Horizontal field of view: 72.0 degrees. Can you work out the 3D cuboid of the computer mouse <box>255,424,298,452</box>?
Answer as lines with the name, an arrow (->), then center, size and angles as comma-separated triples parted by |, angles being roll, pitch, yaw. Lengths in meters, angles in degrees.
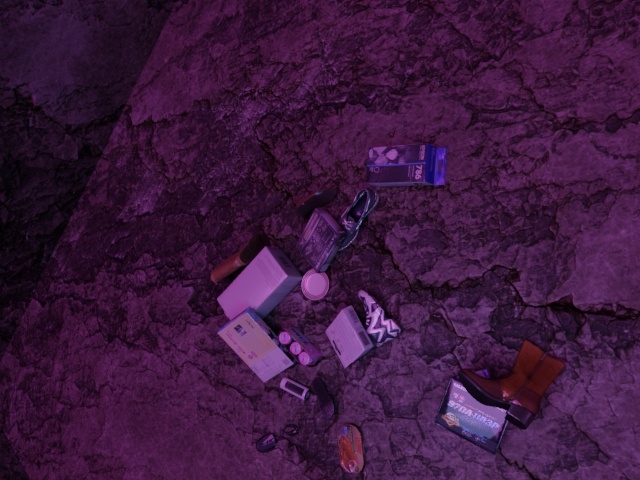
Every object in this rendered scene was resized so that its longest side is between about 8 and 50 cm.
computer mouse -> -0.199, 0.884, 1.964 | 0.242, 0.041, 0.071 | -35, 67, 19

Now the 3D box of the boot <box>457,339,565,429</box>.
boot -> 0.640, 0.439, 1.484 | 0.264, 0.096, 0.280 | 29, 61, 32

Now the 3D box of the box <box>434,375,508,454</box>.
box -> 0.530, 0.603, 1.528 | 0.220, 0.051, 0.175 | 22, 94, 28

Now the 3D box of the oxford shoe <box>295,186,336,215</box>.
oxford shoe -> -0.026, -0.194, 2.030 | 0.212, 0.076, 0.076 | -26, 31, 12

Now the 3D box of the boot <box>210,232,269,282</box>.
boot -> -0.397, 0.082, 2.150 | 0.269, 0.236, 0.089 | -31, 99, 43

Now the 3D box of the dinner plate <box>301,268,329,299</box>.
dinner plate -> -0.022, 0.199, 1.991 | 0.141, 0.017, 0.142 | -4, 81, 27

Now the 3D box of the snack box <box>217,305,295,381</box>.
snack box -> -0.283, 0.467, 1.969 | 0.187, 0.060, 0.322 | -36, 102, 19

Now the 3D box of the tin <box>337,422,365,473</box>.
tin -> 0.129, 0.846, 1.797 | 0.106, 0.040, 0.190 | -12, 77, 30

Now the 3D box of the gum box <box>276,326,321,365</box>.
gum box -> -0.090, 0.467, 1.933 | 0.188, 0.107, 0.062 | 41, 101, 27

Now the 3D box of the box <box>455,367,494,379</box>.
box -> 0.564, 0.540, 1.590 | 0.137, 0.072, 0.126 | -25, 71, 23

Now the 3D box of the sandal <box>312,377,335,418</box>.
sandal -> 0.020, 0.672, 1.886 | 0.067, 0.040, 0.179 | -36, 53, 13

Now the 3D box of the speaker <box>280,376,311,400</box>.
speaker -> -0.111, 0.654, 1.946 | 0.136, 0.055, 0.055 | 17, 90, 30

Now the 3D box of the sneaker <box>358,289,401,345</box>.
sneaker -> 0.202, 0.329, 1.805 | 0.153, 0.094, 0.235 | -45, 75, 6

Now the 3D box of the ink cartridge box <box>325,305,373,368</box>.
ink cartridge box -> 0.115, 0.403, 1.830 | 0.189, 0.066, 0.232 | 60, 153, 23

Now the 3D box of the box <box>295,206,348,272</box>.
box -> 0.000, 0.000, 1.939 | 0.183, 0.056, 0.231 | 50, 126, 30

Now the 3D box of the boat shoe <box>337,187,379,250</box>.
boat shoe -> 0.128, -0.095, 1.908 | 0.116, 0.099, 0.320 | 42, 103, 23

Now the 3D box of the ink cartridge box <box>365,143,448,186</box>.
ink cartridge box -> 0.356, -0.314, 1.844 | 0.332, 0.065, 0.166 | 1, 82, 27

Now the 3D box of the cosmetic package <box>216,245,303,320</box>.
cosmetic package -> -0.284, 0.224, 2.049 | 0.365, 0.155, 0.197 | -45, 65, 16
